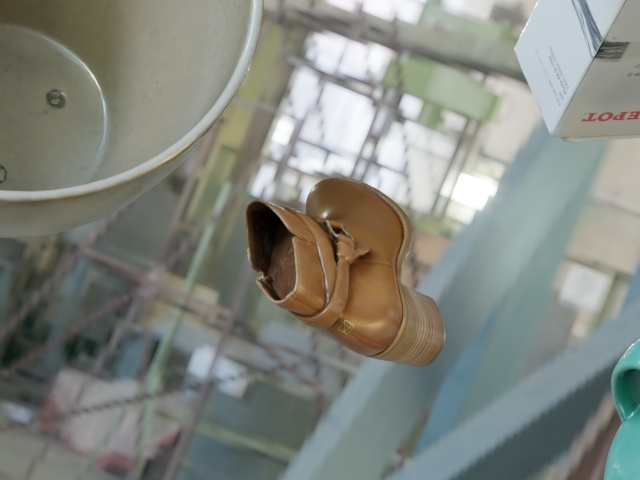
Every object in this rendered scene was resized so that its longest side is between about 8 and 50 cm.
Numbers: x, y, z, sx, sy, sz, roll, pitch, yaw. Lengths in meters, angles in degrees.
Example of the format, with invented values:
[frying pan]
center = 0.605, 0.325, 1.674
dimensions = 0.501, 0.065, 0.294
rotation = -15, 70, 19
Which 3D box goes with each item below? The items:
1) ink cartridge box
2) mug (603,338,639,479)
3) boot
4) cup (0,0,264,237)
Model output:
[ink cartridge box]
center = 0.326, -0.228, 1.716
dimensions = 0.211, 0.289, 0.121
rotation = -4, 54, -23
[mug]
center = 0.217, 0.123, 1.040
dimensions = 0.129, 0.158, 0.097
rotation = -8, 0, -28
[boot]
center = 0.000, 0.000, 1.362
dimensions = 0.152, 0.073, 0.197
rotation = 24, 23, -40
[cup]
center = -0.224, -0.132, 1.365
dimensions = 0.331, 0.331, 0.237
rotation = 22, -26, -3
